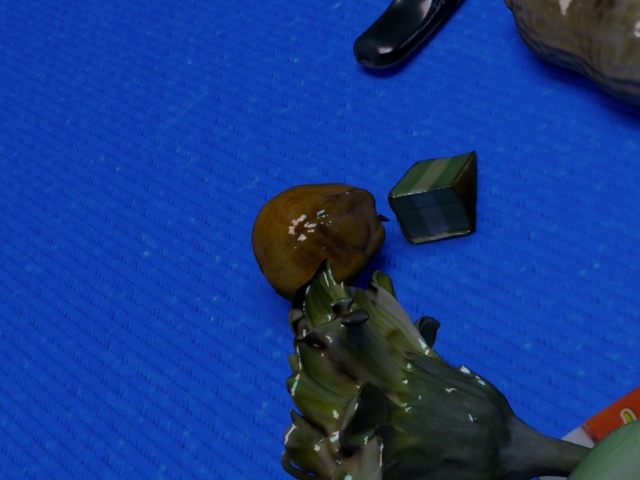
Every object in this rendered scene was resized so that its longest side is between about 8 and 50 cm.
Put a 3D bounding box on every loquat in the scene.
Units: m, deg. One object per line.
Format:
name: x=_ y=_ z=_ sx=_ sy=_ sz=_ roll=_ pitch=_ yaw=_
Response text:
loquat: x=0.000 y=0.000 z=1.176 sx=0.137 sy=0.113 sz=0.137 roll=-24 pitch=18 yaw=8

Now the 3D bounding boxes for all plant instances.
plant: x=0.069 y=0.132 z=0.860 sx=0.297 sy=0.261 sz=0.306 roll=-14 pitch=40 yaw=36

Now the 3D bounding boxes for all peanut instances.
peanut: x=0.285 y=-0.225 z=1.214 sx=0.125 sy=0.111 sz=0.274 roll=-34 pitch=43 yaw=-10

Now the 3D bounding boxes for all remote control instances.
remote control: x=0.122 y=-0.282 z=1.407 sx=0.072 sy=0.042 sz=0.222 roll=22 pitch=64 yaw=44

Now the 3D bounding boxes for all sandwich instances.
sandwich: x=0.113 y=-0.067 z=1.190 sx=0.074 sy=0.074 sz=0.116 roll=-10 pitch=47 yaw=20

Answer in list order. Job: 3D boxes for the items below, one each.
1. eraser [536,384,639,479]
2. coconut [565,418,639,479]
eraser: x=0.292 y=0.164 z=0.903 sx=0.230 sy=0.038 sz=0.157 roll=-33 pitch=42 yaw=-2
coconut: x=0.233 y=0.259 z=0.668 sx=0.281 sy=0.328 sz=0.328 roll=7 pitch=55 yaw=44
